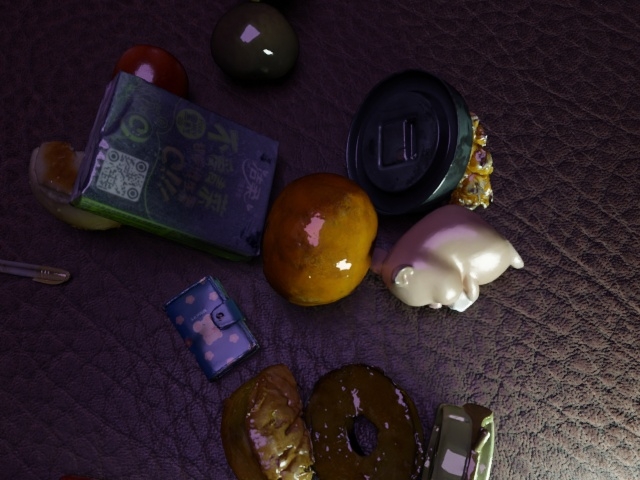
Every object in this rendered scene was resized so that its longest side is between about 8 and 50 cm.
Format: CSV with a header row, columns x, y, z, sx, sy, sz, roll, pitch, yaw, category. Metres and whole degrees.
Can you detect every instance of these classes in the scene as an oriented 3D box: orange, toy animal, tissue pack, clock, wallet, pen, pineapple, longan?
x,y,z,sx,sy,sz,roll,pitch,yaw,category
0.000,0.000,1.378,0.226,0.284,0.284,17,73,9,orange
0.260,0.046,1.409,0.256,0.195,0.213,-40,106,-7,toy animal
-0.294,-0.145,1.422,0.394,0.124,0.288,20,71,-30,tissue pack
0.246,0.406,1.213,0.096,0.308,0.235,15,72,7,clock
-0.235,0.185,1.446,0.141,0.059,0.202,-34,73,-10,wallet
-0.683,0.070,1.527,0.233,0.032,0.040,7,96,7,pen
0.316,-0.182,1.497,0.114,0.186,0.236,-10,111,-10,pineapple
-0.156,-0.474,1.598,0.212,0.198,0.198,0,71,3,longan
0.186,-0.209,1.450,0.319,0.066,0.319,-9,78,46,clock

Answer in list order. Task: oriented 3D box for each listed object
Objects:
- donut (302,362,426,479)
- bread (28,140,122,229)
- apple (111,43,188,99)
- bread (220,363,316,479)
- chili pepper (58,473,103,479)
x,y,z,sx,sy,sz,roll,pitch,yaw,category
0.091,0.383,1.308,0.272,0.107,0.272,-8,73,29,donut
-0.487,-0.110,1.494,0.314,0.171,0.192,-4,58,-4,bread
-0.404,-0.362,1.574,0.181,0.181,0.168,10,63,6,apple
-0.114,0.373,1.301,0.160,0.147,0.261,-29,63,39,bread
-0.437,0.526,1.332,0.192,0.084,0.086,7,89,11,chili pepper
